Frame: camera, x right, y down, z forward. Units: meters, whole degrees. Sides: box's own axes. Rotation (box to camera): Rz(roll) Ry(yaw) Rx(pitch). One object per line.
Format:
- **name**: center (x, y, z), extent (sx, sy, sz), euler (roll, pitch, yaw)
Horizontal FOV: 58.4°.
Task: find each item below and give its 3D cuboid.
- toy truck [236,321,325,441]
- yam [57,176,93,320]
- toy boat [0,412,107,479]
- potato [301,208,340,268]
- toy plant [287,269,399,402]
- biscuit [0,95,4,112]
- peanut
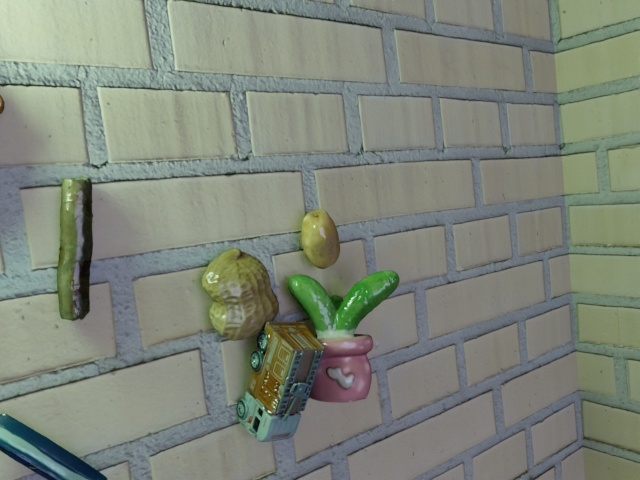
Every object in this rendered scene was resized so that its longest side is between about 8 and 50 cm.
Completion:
- **toy truck**: center (-0.101, 0.375, 1.488), extent (0.136, 0.162, 0.306), euler (7, 107, -37)
- **yam**: center (-0.540, 0.015, 1.260), extent (0.071, 0.067, 0.318), euler (1, 90, -9)
- **toy boat**: center (-0.583, 0.458, 1.210), extent (0.299, 0.096, 0.062), euler (47, 53, -25)
- **potato**: center (0.000, 0.000, 1.646), extent (0.109, 0.118, 0.178), euler (-18, 118, -1)
- **toy plant**: center (0.069, 0.267, 1.616), extent (0.316, 0.211, 0.357), euler (-1, 80, -1)
- **biscuit**: center (-0.826, -0.227, 1.041), extent (0.455, 0.078, 0.350), euler (-22, 106, -35)
- **peanut**: center (-0.208, 0.137, 1.485), extent (0.196, 0.110, 0.233), euler (-22, 104, -35)
